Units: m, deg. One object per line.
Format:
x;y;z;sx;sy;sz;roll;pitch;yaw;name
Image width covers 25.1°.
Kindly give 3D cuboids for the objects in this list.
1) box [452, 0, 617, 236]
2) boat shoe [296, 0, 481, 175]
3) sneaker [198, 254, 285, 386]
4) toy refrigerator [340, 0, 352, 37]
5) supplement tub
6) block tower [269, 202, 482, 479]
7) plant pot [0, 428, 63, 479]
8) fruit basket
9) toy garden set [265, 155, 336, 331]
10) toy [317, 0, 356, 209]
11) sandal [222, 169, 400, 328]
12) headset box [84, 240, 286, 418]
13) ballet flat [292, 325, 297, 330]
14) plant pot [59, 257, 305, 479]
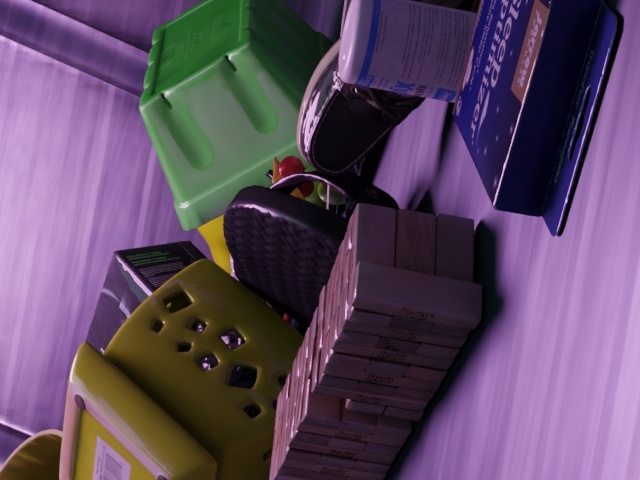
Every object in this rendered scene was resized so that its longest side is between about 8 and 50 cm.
0.127;-0.106;0.897;0.225;0.037;0.136;-101;22;-67;box
0.055;-0.139;1.164;0.223;0.080;0.073;-54;25;20;boat shoe
-0.079;0.083;1.701;0.106;0.078;0.234;52;-132;-51;sneaker
0.077;-0.274;1.284;0.102;0.094;0.269;101;177;-75;toy refrigerator
0.071;-0.144;1.080;0.071;0.107;0.071;-170;90;-83;supplement tub
0.035;0.094;1.114;0.335;0.091;0.097;112;165;-57;block tower
-0.268;0.422;1.877;0.275;0.294;0.274;-34;43;38;plant pot
-0.082;-0.122;1.931;0.392;0.283;0.392;56;-167;-21;fruit basket
-0.035;0.031;1.628;0.204;0.049;0.244;56;-140;-71;toy garden set
0.035;-0.127;1.532;0.237;0.056;0.136;100;174;-51;toy
-0.002;-0.001;1.317;0.107;0.168;0.446;-57;3;-10;sandal
-0.183;0.171;1.850;0.283;0.131;0.246;41;124;33;headset box
-0.074;0.199;1.906;0.070;0.070;0.188;133;146;-77;ballet flat
-0.133;0.193;1.448;0.207;0.227;0.228;-29;-33;-38;plant pot
